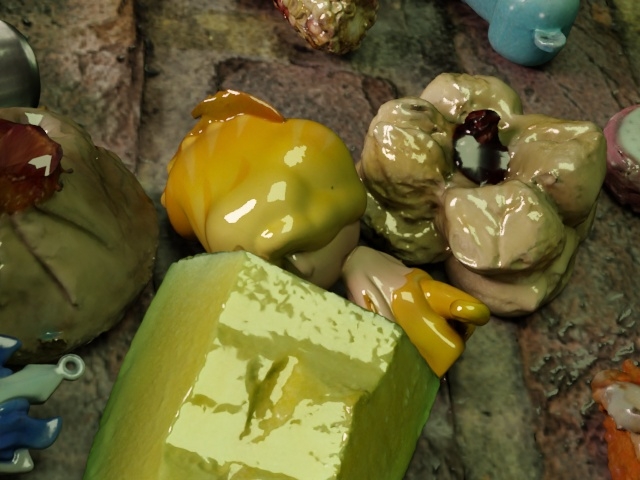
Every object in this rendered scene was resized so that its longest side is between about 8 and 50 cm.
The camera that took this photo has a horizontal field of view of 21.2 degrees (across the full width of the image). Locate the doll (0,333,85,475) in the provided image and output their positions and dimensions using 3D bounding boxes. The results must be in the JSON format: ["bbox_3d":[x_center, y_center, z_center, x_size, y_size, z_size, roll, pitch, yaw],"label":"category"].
[{"bbox_3d":[-0.232,0.115,1.039,0.195,0.070,0.096,-26,78,-22],"label":"doll"}]

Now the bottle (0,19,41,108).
[{"bbox_3d":[-0.316,-0.082,1.180,0.254,0.079,0.096,-19,91,-30],"label":"bottle"}]

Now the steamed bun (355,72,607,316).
[{"bbox_3d":[0.129,-0.051,1.256,0.177,0.106,0.192,38,49,15],"label":"steamed bun"}]

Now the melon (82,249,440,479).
[{"bbox_3d":[-0.060,0.155,1.016,0.196,0.124,0.323,21,52,6],"label":"melon"}]

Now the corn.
[{"bbox_3d":[-0.037,-0.269,1.404,0.098,0.098,0.290,-14,56,-26],"label":"corn"}]

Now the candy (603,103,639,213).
[{"bbox_3d":[0.268,-0.063,1.348,0.103,0.043,0.103,6,50,-8],"label":"candy"}]

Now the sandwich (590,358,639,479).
[{"bbox_3d":[0.291,0.159,1.126,0.212,0.109,0.292,1,47,-6],"label":"sandwich"}]

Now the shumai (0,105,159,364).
[{"bbox_3d":[-0.196,-0.026,1.120,0.201,0.120,0.201,9,58,-14],"label":"shumai"}]

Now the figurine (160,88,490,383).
[{"bbox_3d":[0.000,0.000,1.173,0.246,0.131,0.156,36,25,-1],"label":"figurine"}]

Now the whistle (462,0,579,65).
[{"bbox_3d":[0.153,-0.252,1.451,0.186,0.093,0.274,-3,48,-17],"label":"whistle"}]
